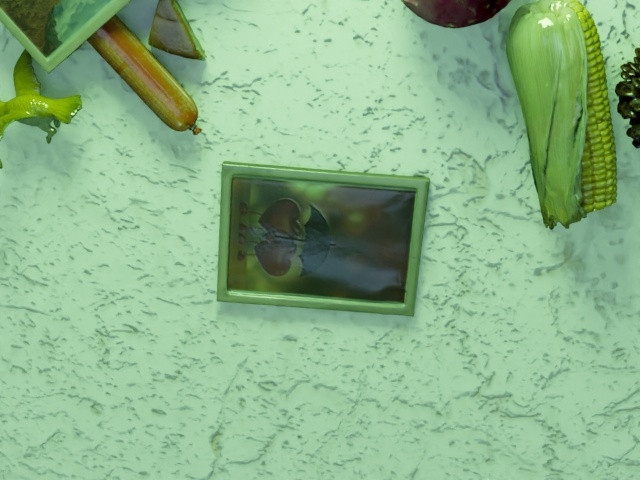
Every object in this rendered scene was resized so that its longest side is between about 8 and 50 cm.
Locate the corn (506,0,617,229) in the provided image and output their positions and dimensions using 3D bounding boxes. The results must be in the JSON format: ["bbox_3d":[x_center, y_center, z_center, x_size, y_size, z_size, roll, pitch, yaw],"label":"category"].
[{"bbox_3d":[0.315,-0.161,1.476,0.123,0.122,0.305,4,116,40],"label":"corn"}]

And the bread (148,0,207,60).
[{"bbox_3d":[-0.200,-0.275,1.500,0.062,0.043,0.109,-27,109,10],"label":"bread"}]

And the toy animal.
[{"bbox_3d":[-0.397,-0.164,1.531,0.095,0.219,0.155,27,148,-25],"label":"toy animal"}]

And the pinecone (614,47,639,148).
[{"bbox_3d":[0.462,-0.167,1.454,0.163,0.163,0.165,-8,130,6],"label":"pinecone"}]

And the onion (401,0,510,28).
[{"bbox_3d":[0.169,-0.351,1.402,0.177,0.153,0.177,2,102,10],"label":"onion"}]

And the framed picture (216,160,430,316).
[{"bbox_3d":[0.000,0.000,1.610,0.290,0.020,0.211,5,112,0],"label":"framed picture"}]

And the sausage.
[{"bbox_3d":[-0.279,-0.270,1.500,0.053,0.053,0.348,-39,104,15],"label":"sausage"}]

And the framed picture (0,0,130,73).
[{"bbox_3d":[-0.319,-0.356,1.431,0.250,0.016,0.184,-36,104,16],"label":"framed picture"}]
